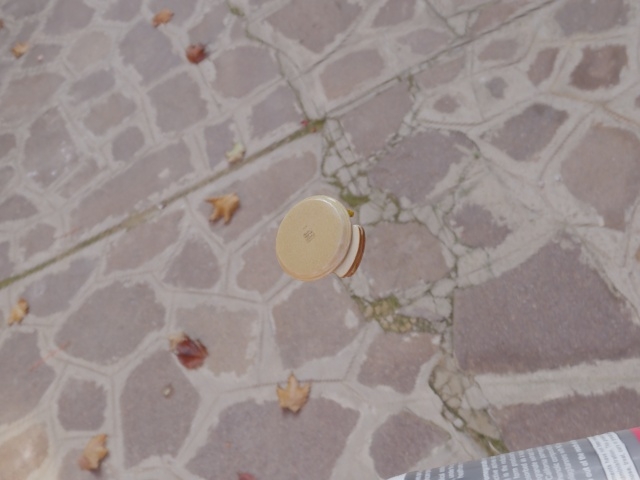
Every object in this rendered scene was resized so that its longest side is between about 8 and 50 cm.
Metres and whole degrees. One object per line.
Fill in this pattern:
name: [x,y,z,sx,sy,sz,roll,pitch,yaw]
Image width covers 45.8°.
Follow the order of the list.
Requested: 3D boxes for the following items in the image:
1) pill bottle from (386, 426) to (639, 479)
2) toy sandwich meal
pill bottle: [0.135,0.250,0.556,0.319,0.176,0.176,-15,51,10]
toy sandwich meal: [0.000,0.000,0.656,0.086,0.029,0.085,-11,68,30]
